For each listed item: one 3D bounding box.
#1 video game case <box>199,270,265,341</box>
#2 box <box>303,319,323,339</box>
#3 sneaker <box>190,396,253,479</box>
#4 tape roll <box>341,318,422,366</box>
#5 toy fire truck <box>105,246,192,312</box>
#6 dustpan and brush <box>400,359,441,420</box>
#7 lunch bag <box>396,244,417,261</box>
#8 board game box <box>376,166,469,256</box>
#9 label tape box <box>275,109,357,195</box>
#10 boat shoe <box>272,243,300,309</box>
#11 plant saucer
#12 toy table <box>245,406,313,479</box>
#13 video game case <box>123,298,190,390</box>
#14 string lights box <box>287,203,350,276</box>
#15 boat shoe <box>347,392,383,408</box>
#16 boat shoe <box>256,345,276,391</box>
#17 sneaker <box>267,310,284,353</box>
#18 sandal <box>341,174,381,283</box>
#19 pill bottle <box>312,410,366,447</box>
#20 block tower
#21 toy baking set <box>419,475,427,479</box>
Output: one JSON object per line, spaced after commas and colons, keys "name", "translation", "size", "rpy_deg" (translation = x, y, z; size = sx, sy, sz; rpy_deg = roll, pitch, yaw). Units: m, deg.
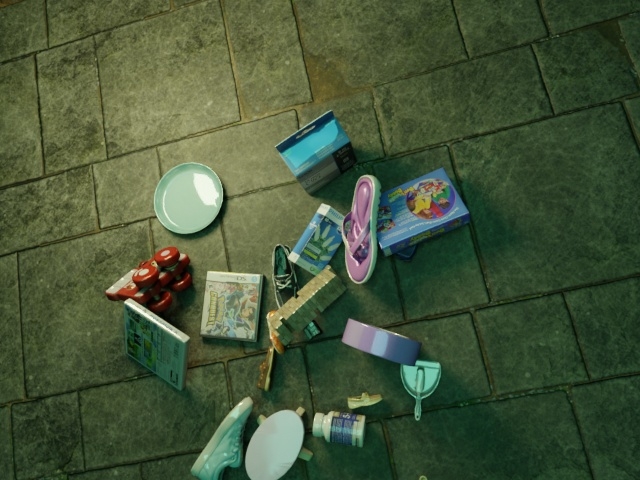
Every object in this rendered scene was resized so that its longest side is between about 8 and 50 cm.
{"name": "video game case", "translation": [-0.363, 0.268, 1.963], "size": [0.249, 0.035, 0.274], "rpy_deg": [3, 80, 11]}
{"name": "box", "translation": [-0.032, 0.349, 1.862], "size": [0.052, 0.083, 0.062], "rpy_deg": [-35, 75, 1]}
{"name": "sneaker", "translation": [-0.336, 0.775, 1.827], "size": [0.150, 0.135, 0.365], "rpy_deg": [34, 96, 7]}
{"name": "tape roll", "translation": [0.219, 0.364, 1.715], "size": [0.275, 0.275, 0.090], "rpy_deg": [18, 84, 13]}
{"name": "toy fire truck", "translation": [-0.694, 0.146, 1.951], "size": [0.254, 0.169, 0.302], "rpy_deg": [5, 38, 29]}
{"name": "dustpan and brush", "translation": [0.365, 0.551, 1.764], "size": [0.148, 0.060, 0.211], "rpy_deg": [4, 80, 11]}
{"name": "lunch bag", "translation": [0.337, 0.037, 1.860], "size": [0.067, 0.065, 0.098], "rpy_deg": [23, 75, 23]}
{"name": "board game box", "translation": [0.361, -0.110, 1.842], "size": [0.347, 0.078, 0.233], "rpy_deg": [-22, 58, 6]}
{"name": "label tape box", "translation": [-0.005, -0.328, 1.845], "size": [0.249, 0.348, 0.115], "rpy_deg": [-33, 76, 3]}
{"name": "boat shoe", "translation": [-0.140, 0.160, 1.907], "size": [0.108, 0.102, 0.301], "rpy_deg": [-7, 78, 9]}
{"name": "plant saucer", "translation": [-0.570, -0.182, 2.081], "size": [0.318, 0.044, 0.317], "rpy_deg": [-2, 79, 9]}
{"name": "toy table", "translation": [-0.153, 0.748, 1.773], "size": [0.252, 0.161, 0.274], "rpy_deg": [44, 89, 15]}
{"name": "video game case", "translation": [-0.648, 0.415, 1.880], "size": [0.300, 0.036, 0.328], "rpy_deg": [29, 131, 14]}
{"name": "string lights box", "translation": [0.000, 0.000, 1.892], "size": [0.133, 0.077, 0.259], "rpy_deg": [33, 87, -29]}
{"name": "boat shoe", "translation": [0.166, 0.597, 1.798], "size": [0.136, 0.050, 0.045], "rpy_deg": [-16, 83, 7]}
{"name": "boat shoe", "translation": [-0.214, 0.502, 1.878], "size": [0.060, 0.064, 0.177], "rpy_deg": [9, 84, 10]}
{"name": "sneaker", "translation": [-0.166, 0.363, 1.894], "size": [0.068, 0.064, 0.175], "rpy_deg": [-16, 77, 11]}
{"name": "sandal", "translation": [0.135, -0.044, 1.816], "size": [0.169, 0.102, 0.415], "rpy_deg": [3, 88, 56]}
{"name": "pill bottle", "translation": [0.071, 0.694, 1.766], "size": [0.187, 0.112, 0.111], "rpy_deg": [4, 81, 11]}
{"name": "block tower", "translation": [-0.051, 0.246, 1.835], "size": [0.335, 0.091, 0.097], "rpy_deg": [-43, 31, -10]}
{"name": "toy baking set", "translation": [0.398, 0.962, 1.698], "size": [0.256, 0.030, 0.196], "rpy_deg": [18, 83, 13]}
